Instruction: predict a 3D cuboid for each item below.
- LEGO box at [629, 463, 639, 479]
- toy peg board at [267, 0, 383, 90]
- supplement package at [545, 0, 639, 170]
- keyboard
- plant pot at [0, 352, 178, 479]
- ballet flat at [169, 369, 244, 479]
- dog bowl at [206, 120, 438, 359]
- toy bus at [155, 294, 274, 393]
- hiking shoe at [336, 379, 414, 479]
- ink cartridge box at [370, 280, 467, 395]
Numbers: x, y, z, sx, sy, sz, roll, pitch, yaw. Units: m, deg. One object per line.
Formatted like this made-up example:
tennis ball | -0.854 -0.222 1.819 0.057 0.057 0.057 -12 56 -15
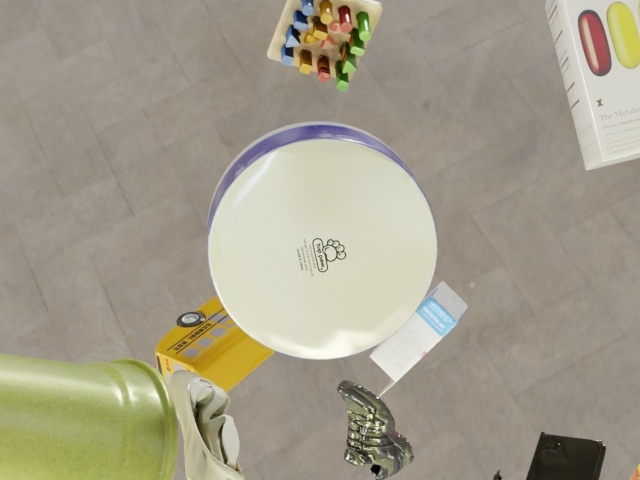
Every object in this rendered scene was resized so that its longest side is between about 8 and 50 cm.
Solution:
LEGO box | 0.787 0.571 1.599 0.372 0.193 0.500 -1 49 -8
toy peg board | 0.008 -0.346 1.678 0.160 0.161 0.079 13 40 -16
supplement package | 0.398 -0.231 1.287 0.139 0.134 0.244 -14 87 5
keyboard | 0.359 0.466 1.654 0.201 0.033 0.317 2 47 34
plant pot | -0.347 0.237 1.103 0.276 0.254 0.276 -23 55 37
ballet flat | -0.155 0.257 1.366 0.086 0.086 0.248 -20 42 -2
dog bowl | 0.000 0.000 1.127 0.264 0.104 0.265 -1 106 -4
toy bus | -0.151 0.161 1.723 0.130 0.108 0.332 14 34 33
hiking shoe | 0.086 0.368 1.832 0.114 0.227 0.086 -41 20 -18
ink cartridge box | 0.145 0.156 1.546 0.061 0.104 0.181 45 110 5
